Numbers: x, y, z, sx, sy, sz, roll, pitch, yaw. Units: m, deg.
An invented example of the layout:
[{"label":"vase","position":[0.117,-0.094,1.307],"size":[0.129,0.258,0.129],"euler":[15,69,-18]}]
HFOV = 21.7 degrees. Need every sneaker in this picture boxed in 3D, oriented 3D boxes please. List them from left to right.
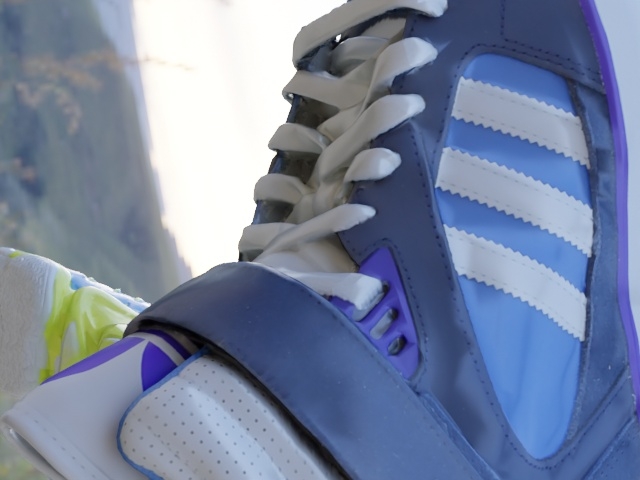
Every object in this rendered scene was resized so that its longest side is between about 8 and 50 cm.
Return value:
[{"label":"sneaker","position":[-0.128,0.074,1.082],"size":[0.240,0.126,0.091],"euler":[33,-70,42]},{"label":"sneaker","position":[0.000,0.000,0.575],"size":[0.130,0.236,0.323],"euler":[-16,-96,58]}]
